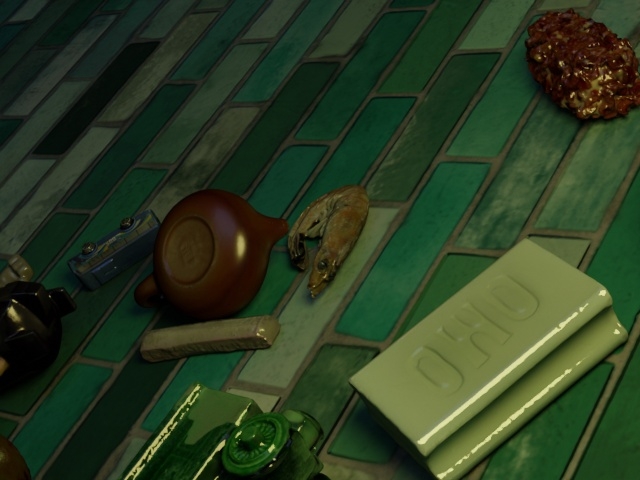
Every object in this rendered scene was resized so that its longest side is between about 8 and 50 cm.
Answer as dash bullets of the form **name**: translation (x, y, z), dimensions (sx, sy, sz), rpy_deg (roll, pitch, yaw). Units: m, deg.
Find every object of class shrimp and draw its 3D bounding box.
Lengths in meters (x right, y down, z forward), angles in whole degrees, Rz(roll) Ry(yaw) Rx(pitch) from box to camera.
- **shrimp**: translation (0.000, 0.000, 1.721), dimensions (0.126, 0.047, 0.223), rpy_deg (-18, 31, 29)

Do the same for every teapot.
- **teapot**: translation (-0.150, 0.033, 1.738), dimensions (0.252, 0.135, 0.178), rpy_deg (-32, 60, 30)

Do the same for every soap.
- **soap**: translation (0.182, 0.129, 1.394), dimensions (0.265, 0.087, 0.160), rpy_deg (-38, 35, -10)

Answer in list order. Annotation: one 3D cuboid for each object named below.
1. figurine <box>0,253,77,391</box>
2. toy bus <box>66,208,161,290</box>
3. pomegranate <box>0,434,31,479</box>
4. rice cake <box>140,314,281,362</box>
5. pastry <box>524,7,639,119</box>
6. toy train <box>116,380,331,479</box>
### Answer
- **figurine**: translation (-0.479, 0.143, 1.810), dimensions (0.308, 0.143, 0.308), rpy_deg (-15, 56, 24)
- **toy bus**: translation (-0.305, 0.015, 1.922), dimensions (0.153, 0.051, 0.061), rpy_deg (-34, 41, -5)
- **pomegranate**: translation (-0.419, 0.324, 1.503), dimensions (0.246, 0.198, 0.198), rpy_deg (19, 58, 44)
- **rice cake**: translation (-0.147, 0.129, 1.680), dimensions (0.207, 0.036, 0.047), rpy_deg (-10, 52, 26)
- **pastry**: translation (0.349, -0.235, 1.709), dimensions (0.115, 0.097, 0.208), rpy_deg (-18, 34, -13)
- **toy train**: translation (-0.109, 0.288, 1.366), dimensions (0.202, 0.145, 0.266), rpy_deg (5, 48, 44)
